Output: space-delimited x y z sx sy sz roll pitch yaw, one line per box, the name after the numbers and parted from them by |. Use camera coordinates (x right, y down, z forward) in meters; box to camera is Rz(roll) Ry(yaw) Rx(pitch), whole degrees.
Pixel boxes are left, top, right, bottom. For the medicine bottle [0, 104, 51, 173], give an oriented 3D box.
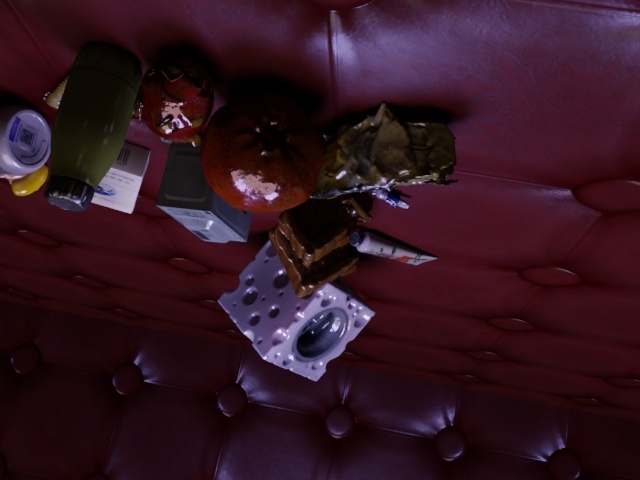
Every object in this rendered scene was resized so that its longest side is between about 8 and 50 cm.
-0.656 -0.199 1.522 0.215 0.135 0.135 3 159 26 | medicine bottle

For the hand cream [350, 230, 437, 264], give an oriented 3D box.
0.170 0.024 1.819 0.234 0.050 0.080 17 158 -33 | hand cream

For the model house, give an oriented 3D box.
0.000 -0.002 1.564 0.220 0.229 0.199 16 167 -16 | model house

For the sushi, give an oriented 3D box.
0.095 -0.143 1.277 0.291 0.139 0.131 -6 174 44 | sushi

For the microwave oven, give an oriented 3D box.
-0.223 -0.093 1.530 0.123 0.162 0.208 7 165 17 | microwave oven

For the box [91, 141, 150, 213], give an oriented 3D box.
-0.468 -0.147 1.664 0.164 0.069 0.256 17 160 -14 | box

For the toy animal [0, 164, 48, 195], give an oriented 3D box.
-0.698 -0.150 1.781 0.114 0.091 0.082 21 174 -30 | toy animal

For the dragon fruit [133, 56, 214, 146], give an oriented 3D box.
-0.227 -0.210 1.255 0.125 0.125 0.246 7 168 4 | dragon fruit

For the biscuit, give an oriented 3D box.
-0.412 -0.253 1.402 0.144 0.016 0.203 24 159 -32 | biscuit

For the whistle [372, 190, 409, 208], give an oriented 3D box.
0.142 -0.086 1.530 0.083 0.029 0.033 26 142 -17 | whistle

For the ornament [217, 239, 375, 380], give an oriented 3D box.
-0.058 0.167 1.924 0.240 0.240 0.239 44 -175 40 | ornament

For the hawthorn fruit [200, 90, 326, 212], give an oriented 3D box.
-0.101 -0.138 1.281 0.205 0.205 0.253 15 168 -10 | hawthorn fruit

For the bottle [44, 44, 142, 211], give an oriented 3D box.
-0.365 -0.174 1.215 0.112 0.260 0.112 10 161 4 | bottle

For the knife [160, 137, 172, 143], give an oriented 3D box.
-0.299 -0.208 1.471 0.027 0.010 0.096 11 161 1 | knife
